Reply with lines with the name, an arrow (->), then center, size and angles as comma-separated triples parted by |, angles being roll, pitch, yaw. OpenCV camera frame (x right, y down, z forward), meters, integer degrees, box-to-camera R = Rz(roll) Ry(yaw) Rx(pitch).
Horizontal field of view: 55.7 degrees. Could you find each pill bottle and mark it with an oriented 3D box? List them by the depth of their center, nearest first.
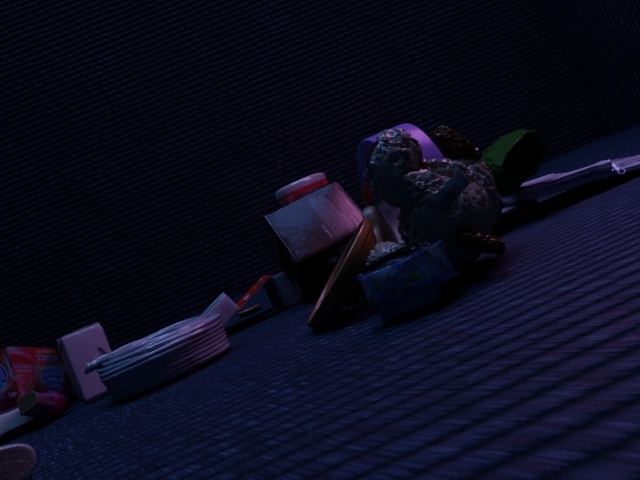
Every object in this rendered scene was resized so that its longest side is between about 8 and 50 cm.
pill bottle -> -0.006, -0.040, 1.928 | 0.176, 0.318, 0.176 | -24, 0, 0

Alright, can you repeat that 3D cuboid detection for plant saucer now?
plant saucer -> 0.040, 0.058, 0.989 | 0.200, 0.037, 0.200 | -62, 0, 1
plant saucer -> -0.215, 0.215, 1.850 | 0.083, 0.015, 0.083 | -23, 1, 1

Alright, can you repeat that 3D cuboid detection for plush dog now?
plush dog -> 0.197, -0.047, 0.901 | 0.211, 0.262, 0.225 | 9, 25, 31

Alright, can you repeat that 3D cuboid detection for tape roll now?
tape roll -> 0.170, -0.082, 1.175 | 0.090, 0.274, 0.275 | -23, 1, -11

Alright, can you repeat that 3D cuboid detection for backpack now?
backpack -> 0.115, 0.050, 0.785 | 0.114, 0.084, 0.105 | -28, -2, 31

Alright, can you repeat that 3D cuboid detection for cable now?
cable -> -0.305, 0.225, 1.193 | 0.257, 0.089, 0.257 | -23, 1, -43

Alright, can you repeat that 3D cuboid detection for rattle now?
rattle -> 0.075, 0.000, 1.119 | 0.143, 0.199, 0.130 | -23, 1, 38

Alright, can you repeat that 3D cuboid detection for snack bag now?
snack bag -> 0.560, -0.143, 1.313 | 0.343, 0.037, 0.323 | -16, 1, 3

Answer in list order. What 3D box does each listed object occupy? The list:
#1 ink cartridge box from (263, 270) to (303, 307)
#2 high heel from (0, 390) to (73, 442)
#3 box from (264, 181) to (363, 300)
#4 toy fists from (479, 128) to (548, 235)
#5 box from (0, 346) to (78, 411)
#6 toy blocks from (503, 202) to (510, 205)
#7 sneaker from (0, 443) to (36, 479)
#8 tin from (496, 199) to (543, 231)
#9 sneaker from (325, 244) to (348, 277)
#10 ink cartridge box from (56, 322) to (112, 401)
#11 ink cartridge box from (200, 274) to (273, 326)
ink cartridge box -> -0.061, 0.113, 1.623 | 0.153, 0.086, 0.208 | -23, 0, -15
high heel -> -0.662, 0.396, 1.307 | 0.244, 0.082, 0.117 | -36, -29, 4
box -> 0.000, 0.000, 1.465 | 0.203, 0.167, 0.168 | -27, -34, -16
toy fists -> 0.340, -0.103, 1.216 | 0.279, 0.096, 0.142 | -56, 14, 3
box -> -0.695, 0.335, 1.444 | 0.123, 0.128, 0.257 | -22, -15, 6
toy blocks -> 0.467, -0.098, 1.751 | 0.148, 0.054, 0.123 | -24, 2, -41
sneaker -> -0.450, 0.307, 0.776 | 0.152, 0.058, 0.085 | -32, 14, -38
tin -> 0.410, -0.056, 1.300 | 0.106, 0.040, 0.190 | -27, 0, 10
sneaker -> 0.091, 0.046, 1.290 | 0.106, 0.101, 0.267 | -21, 0, -15
ink cartridge box -> -0.542, 0.284, 1.416 | 0.092, 0.158, 0.218 | -22, 0, -30
ink cartridge box -> -0.238, 0.161, 1.593 | 0.239, 0.060, 0.275 | -48, 5, -10
